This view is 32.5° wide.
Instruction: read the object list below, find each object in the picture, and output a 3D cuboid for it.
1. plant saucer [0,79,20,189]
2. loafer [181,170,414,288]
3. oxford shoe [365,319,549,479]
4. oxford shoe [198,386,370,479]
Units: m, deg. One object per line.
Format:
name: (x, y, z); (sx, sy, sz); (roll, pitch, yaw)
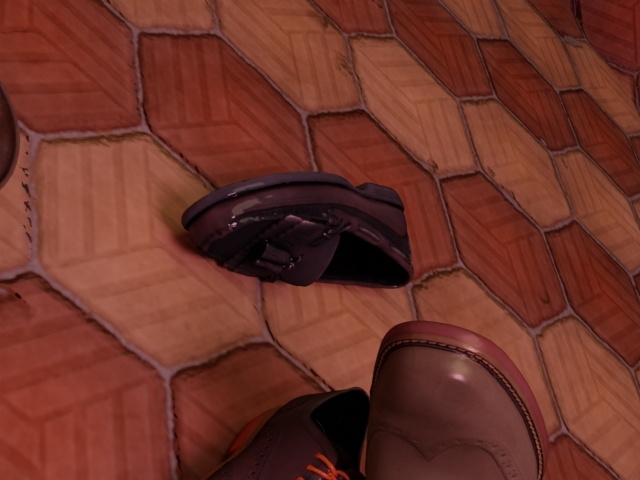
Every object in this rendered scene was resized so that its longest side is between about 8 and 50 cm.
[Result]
plant saucer: (-0.306, -0.096, 0.768); (0.198, 0.036, 0.198); (34, 36, -29)
loafer: (0.000, 0.000, 1.011); (0.302, 0.109, 0.095); (0, 63, -56)
oxford shoe: (0.086, 0.204, 0.760); (0.130, 0.123, 0.348); (-63, 152, -43)
oxford shoe: (-0.029, 0.180, 0.769); (0.097, 0.098, 0.271); (50, 25, -11)
